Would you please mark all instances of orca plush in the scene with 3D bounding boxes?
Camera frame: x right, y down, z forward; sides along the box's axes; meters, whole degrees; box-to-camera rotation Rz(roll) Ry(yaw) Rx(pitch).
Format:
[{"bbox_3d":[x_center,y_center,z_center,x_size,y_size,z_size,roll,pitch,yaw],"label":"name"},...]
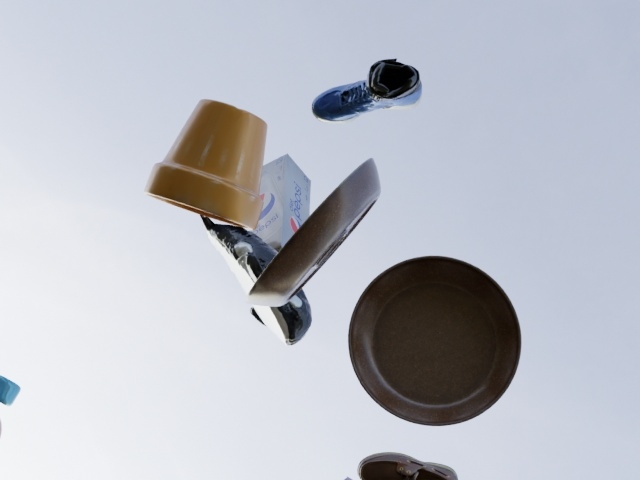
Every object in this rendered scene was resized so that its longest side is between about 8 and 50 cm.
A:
[{"bbox_3d":[-0.081,0.045,1.165,0.287,0.102,0.151,38,-33,50],"label":"orca plush"}]

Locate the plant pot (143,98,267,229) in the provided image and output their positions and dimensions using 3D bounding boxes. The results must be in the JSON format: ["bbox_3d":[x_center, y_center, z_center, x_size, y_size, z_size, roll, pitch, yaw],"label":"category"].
[{"bbox_3d":[-0.183,-0.138,1.294,0.205,0.205,0.188,17,-93,14],"label":"plant pot"}]

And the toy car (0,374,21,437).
[{"bbox_3d":[-0.628,0.290,1.205,0.210,0.219,0.238,33,-25,-12],"label":"toy car"}]

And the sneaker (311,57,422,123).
[{"bbox_3d":[0.059,-0.199,0.971,0.152,0.084,0.058,-5,-105,7],"label":"sneaker"}]

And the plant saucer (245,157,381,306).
[{"bbox_3d":[0.000,0.000,0.647,0.029,0.168,0.168,42,-59,5],"label":"plant saucer"}]

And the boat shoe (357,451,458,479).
[{"bbox_3d":[0.152,0.407,1.267,0.178,0.060,0.064,8,-93,3],"label":"boat shoe"}]

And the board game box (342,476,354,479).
[{"bbox_3d":[-0.072,0.387,0.725,0.056,0.347,0.208,19,-75,30],"label":"board game box"}]

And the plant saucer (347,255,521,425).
[{"bbox_3d":[0.132,0.117,0.862,0.198,0.036,0.199,-3,-108,9],"label":"plant saucer"}]

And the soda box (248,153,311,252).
[{"bbox_3d":[-0.085,-0.047,1.540,0.091,0.286,0.098,-24,-49,23],"label":"soda box"}]
